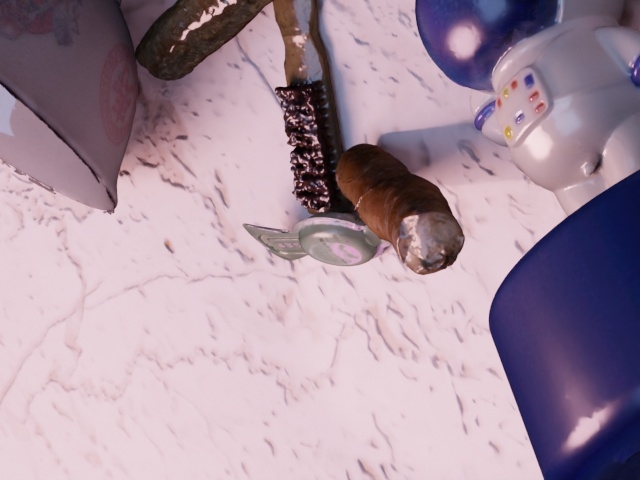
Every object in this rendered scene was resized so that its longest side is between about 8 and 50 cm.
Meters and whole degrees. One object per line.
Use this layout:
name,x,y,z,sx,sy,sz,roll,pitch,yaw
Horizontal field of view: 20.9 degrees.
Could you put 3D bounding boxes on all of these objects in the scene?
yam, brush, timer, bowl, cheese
yam,-0.043,-0.207,1.272,0.274,0.061,0.061,-41,80,37
brush,-0.016,-0.138,1.321,0.043,0.036,0.248,-2,103,27
timer,0.180,-0.054,1.093,0.270,0.270,0.383,-46,62,38
bowl,-0.256,-0.184,1.373,0.345,0.345,0.157,29,77,26
cheese,0.000,0.000,1.345,0.121,0.026,0.067,-3,148,38
yam,0.051,-0.026,1.209,0.241,0.057,0.056,-128,31,-72
